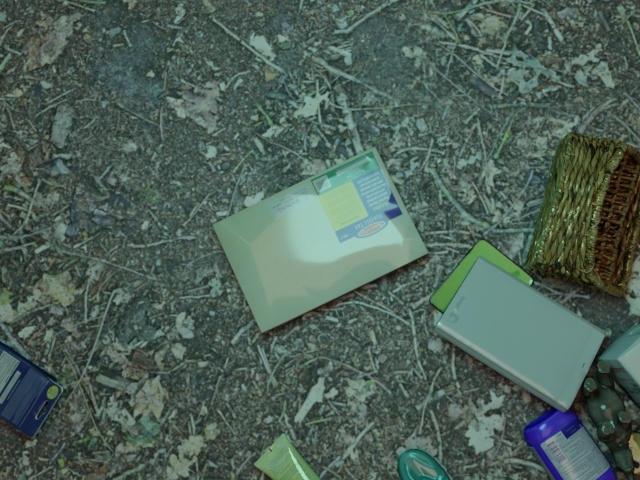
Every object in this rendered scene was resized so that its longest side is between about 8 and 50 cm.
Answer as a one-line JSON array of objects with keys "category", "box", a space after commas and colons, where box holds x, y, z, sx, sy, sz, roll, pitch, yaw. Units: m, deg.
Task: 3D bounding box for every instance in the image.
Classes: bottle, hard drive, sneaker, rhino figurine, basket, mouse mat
[{"category": "bottle", "box": [0.536, 0.479, 1.621, 0.118, 0.092, 0.282, -32, 80, -11]}, {"category": "hard drive", "box": [0.417, 0.190, 1.662, 0.308, 0.040, 0.203, 32, 63, 9]}, {"category": "sneaker", "box": [0.233, 0.547, 1.617, 0.107, 0.110, 0.275, -29, 58, 9]}, {"category": "rhino figurine", "box": [0.584, 0.371, 1.588, 0.073, 0.106, 0.243, -16, 64, 8]}, {"category": "basket", "box": [0.572, -0.054, 1.631, 0.223, 0.213, 0.299, 16, 84, 9]}, {"category": "mouse mat", "box": [0.351, 0.109, 1.737, 0.153, 0.007, 0.189, 40, 87, 9]}]

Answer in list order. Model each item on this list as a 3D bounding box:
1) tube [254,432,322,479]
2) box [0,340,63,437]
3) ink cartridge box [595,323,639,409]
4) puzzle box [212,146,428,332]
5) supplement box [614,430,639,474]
[{"category": "tube", "box": [-0.027, 0.528, 1.698, 0.240, 0.062, 0.070, 41, 45, 14]}, {"category": "box", "box": [-0.698, 0.332, 1.801, 0.225, 0.036, 0.136, 31, 87, 10]}, {"category": "ink cartridge box", "box": [0.696, 0.303, 1.577, 0.114, 0.197, 0.272, -39, 79, 0]}, {"category": "puzzle box", "box": [0.000, 0.000, 1.766, 0.409, 0.052, 0.272, -25, 80, 2]}, {"category": "supplement box", "box": [0.656, 0.436, 1.634, 0.083, 0.056, 0.083, 6, 83, 7]}]
